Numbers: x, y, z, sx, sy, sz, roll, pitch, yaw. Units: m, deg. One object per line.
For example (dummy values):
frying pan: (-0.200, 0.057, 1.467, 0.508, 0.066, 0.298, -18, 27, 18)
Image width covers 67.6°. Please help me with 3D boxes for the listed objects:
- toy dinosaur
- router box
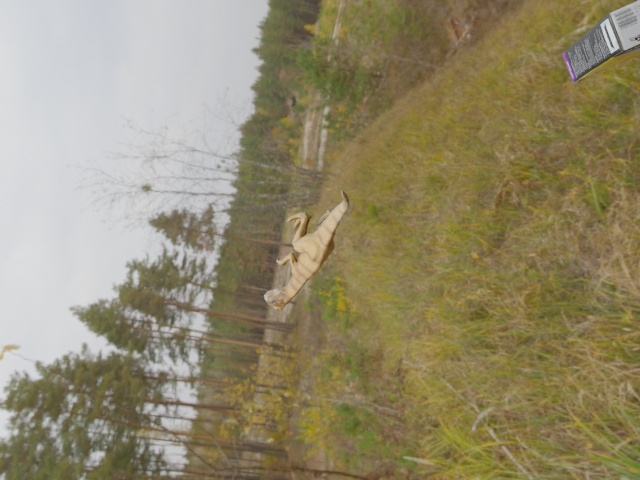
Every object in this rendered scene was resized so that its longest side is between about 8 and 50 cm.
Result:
toy dinosaur: (0.000, 0.000, 0.551, 0.112, 0.064, 0.212, -92, 27, -49)
router box: (0.386, -0.247, 0.531, 0.133, 0.178, 0.046, -30, -82, -81)
